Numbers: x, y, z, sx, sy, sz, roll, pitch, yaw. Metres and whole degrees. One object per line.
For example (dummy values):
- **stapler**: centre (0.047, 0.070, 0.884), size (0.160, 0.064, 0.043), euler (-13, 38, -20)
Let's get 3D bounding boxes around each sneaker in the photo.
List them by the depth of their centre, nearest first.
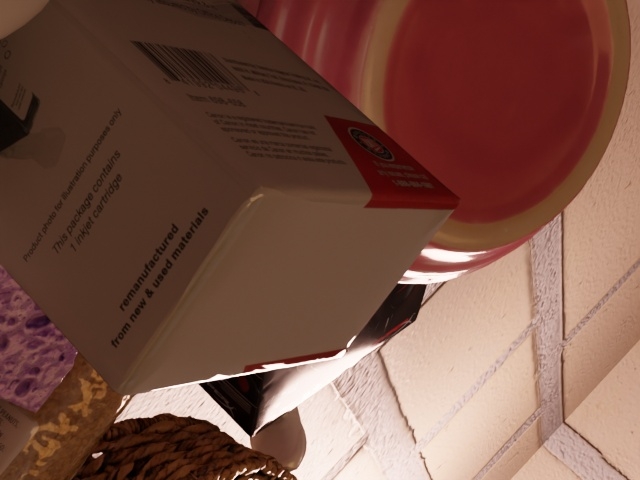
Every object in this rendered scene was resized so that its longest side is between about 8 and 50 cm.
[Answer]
- **sneaker**: centre (-0.049, 0.149, 1.247), size (0.054, 0.152, 0.061), euler (-14, 143, 2)

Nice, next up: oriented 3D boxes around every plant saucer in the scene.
- **plant saucer**: centre (0.107, -0.122, 0.956), size (0.332, 0.084, 0.332), euler (-11, 111, -30)

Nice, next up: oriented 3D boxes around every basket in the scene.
- **basket**: centre (-0.172, 0.237, 1.117), size (0.299, 0.223, 0.213), euler (23, 90, -64)

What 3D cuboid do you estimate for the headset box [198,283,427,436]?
- **headset box**: centre (0.000, 0.000, 1.116), size (0.218, 0.110, 0.293), euler (-32, 152, -32)

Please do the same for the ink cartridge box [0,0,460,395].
- **ink cartridge box**: centre (-0.095, -0.065, 0.643), size (0.114, 0.273, 0.197), euler (-53, 157, 19)

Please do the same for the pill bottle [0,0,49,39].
- **pill bottle**: centre (-0.156, -0.187, 0.419), size (0.210, 0.210, 0.363), euler (-18, 141, -51)

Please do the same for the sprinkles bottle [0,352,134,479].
- **sprinkles bottle**: centre (-0.224, 0.138, 0.918), size (0.355, 0.121, 0.121), euler (-51, 157, 5)

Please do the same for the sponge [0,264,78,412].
- **sponge**: centre (-0.211, 0.015, 0.764), size (0.117, 0.031, 0.210), euler (-50, 135, 5)
